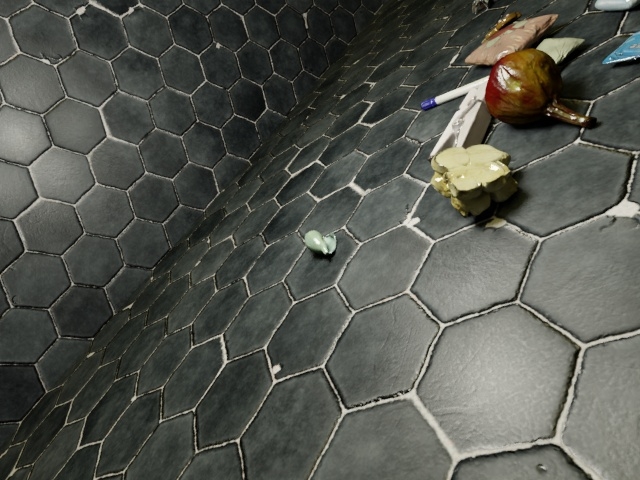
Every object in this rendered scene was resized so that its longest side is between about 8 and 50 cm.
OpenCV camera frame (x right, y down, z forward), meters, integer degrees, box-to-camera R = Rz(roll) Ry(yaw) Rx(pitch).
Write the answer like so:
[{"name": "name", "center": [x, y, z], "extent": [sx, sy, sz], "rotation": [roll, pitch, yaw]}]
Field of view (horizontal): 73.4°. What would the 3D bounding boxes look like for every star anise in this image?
[{"name": "star anise", "center": [0.764, -1.107, 1.947], "extent": [0.181, 0.061, 0.204], "rotation": [-7, 42, 48]}]

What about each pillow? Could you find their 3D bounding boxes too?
[{"name": "pillow", "center": [0.636, -0.668, 1.446], "extent": [0.223, 0.084, 0.236], "rotation": [-39, 26, 0]}, {"name": "pillow", "center": [0.634, -0.505, 1.256], "extent": [0.229, 0.050, 0.148], "rotation": [-46, 21, -1]}]

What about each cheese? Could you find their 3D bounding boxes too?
[{"name": "cheese", "center": [0.777, -0.436, 0.965], "extent": [0.135, 0.052, 0.244], "rotation": [-40, 27, 3]}]

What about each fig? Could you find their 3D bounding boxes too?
[{"name": "fig", "center": [0.534, -0.374, 1.053], "extent": [0.191, 0.190, 0.290], "rotation": [-40, 26, 3]}]

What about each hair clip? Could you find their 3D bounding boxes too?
[{"name": "hair clip", "center": [0.423, -0.333, 1.232], "extent": [0.101, 0.085, 0.330], "rotation": [-14, 41, 57]}]

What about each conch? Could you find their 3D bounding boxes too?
[{"name": "conch", "center": [-0.003, 0.007, 1.331], "extent": [0.180, 0.088, 0.065], "rotation": [37, 123, 56]}]

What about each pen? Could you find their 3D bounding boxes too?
[{"name": "pen", "center": [0.470, -0.510, 1.489], "extent": [0.269, 0.033, 0.033], "rotation": [-10, 41, 46]}]

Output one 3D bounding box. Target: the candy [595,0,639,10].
[{"name": "candy", "center": [0.891, -0.719, 1.207], "extent": [0.174, 0.071, 0.138], "rotation": [-37, 28, 8]}]

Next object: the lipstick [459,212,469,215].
[{"name": "lipstick", "center": [0.342, -0.116, 1.090], "extent": [0.027, 0.027, 0.176], "rotation": [-32, 29, 18]}]

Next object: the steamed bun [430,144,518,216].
[{"name": "steamed bun", "center": [0.362, -0.142, 1.009], "extent": [0.192, 0.106, 0.177], "rotation": [-19, 41, -5]}]

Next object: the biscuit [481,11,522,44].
[{"name": "biscuit", "center": [0.652, -0.770, 1.543], "extent": [0.138, 0.031, 0.205], "rotation": [-33, 3, 15]}]
